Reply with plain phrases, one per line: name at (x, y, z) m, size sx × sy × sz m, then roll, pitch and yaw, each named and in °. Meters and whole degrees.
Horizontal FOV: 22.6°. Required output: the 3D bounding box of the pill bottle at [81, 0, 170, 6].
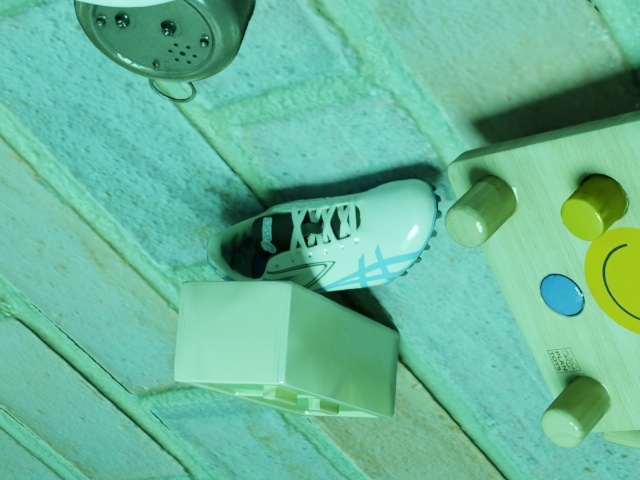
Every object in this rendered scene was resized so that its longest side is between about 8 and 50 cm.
pill bottle at (-0.102, -0.295, 0.905) m, size 0.182 × 0.181 × 0.323 m, roll 18°, pitch 145°, yaw -3°

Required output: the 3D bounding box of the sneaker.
sneaker at (0.000, 0.000, 1.351) m, size 0.237 × 0.085 × 0.086 m, roll -17°, pitch 158°, yaw 40°

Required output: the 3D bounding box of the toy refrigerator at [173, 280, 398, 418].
toy refrigerator at (-0.023, 0.105, 1.411) m, size 0.102 × 0.094 × 0.269 m, roll 0°, pitch 168°, yaw 21°

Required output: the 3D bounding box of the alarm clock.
alarm clock at (-0.117, -0.163, 1.204) m, size 0.129 × 0.064 × 0.192 m, roll 11°, pitch 148°, yaw 7°

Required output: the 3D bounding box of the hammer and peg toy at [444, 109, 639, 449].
hammer and peg toy at (0.258, 0.076, 1.196) m, size 0.266 × 0.127 × 0.361 m, roll -10°, pitch 113°, yaw 44°
